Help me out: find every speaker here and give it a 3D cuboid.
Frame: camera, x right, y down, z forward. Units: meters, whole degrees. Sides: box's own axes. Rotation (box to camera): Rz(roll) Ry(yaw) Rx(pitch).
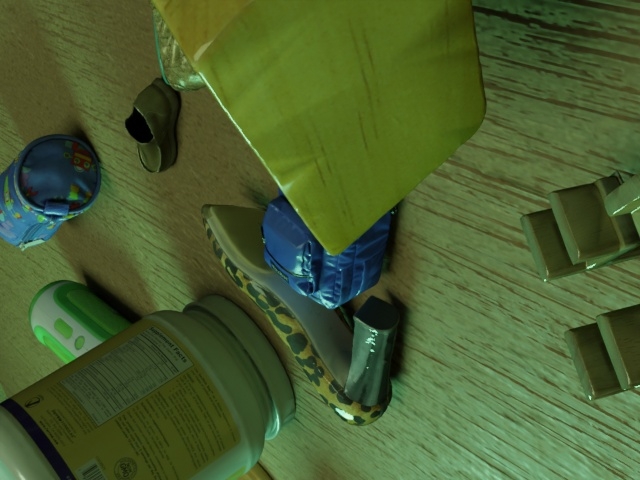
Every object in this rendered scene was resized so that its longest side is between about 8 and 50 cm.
[{"bbox_3d":[-0.365,0.169,1.526,0.296,0.131,0.131,28,139,43],"label":"speaker"}]

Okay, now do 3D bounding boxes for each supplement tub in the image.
[{"bbox_3d":[-0.221,0.234,1.149,0.241,0.331,0.241,37,144,33],"label":"supplement tub"}]

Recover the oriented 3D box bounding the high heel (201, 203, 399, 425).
[{"bbox_3d":[-0.033,0.081,0.960,0.261,0.093,0.186,35,142,27],"label":"high heel"}]

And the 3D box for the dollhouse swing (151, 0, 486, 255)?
[{"bbox_3d":[0.017,-0.249,0.475,0.346,0.305,0.315,58,-178,25],"label":"dollhouse swing"}]

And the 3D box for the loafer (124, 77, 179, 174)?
[{"bbox_3d":[-0.197,-0.125,1.059,0.056,0.050,0.148,47,149,20],"label":"loafer"}]

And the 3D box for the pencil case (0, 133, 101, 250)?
[{"bbox_3d":[-0.423,-0.065,1.393,0.306,0.119,0.133,-18,73,61],"label":"pencil case"}]

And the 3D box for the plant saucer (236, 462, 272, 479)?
[{"bbox_3d":[-0.106,0.413,1.449,0.200,0.037,0.200,37,144,33],"label":"plant saucer"}]

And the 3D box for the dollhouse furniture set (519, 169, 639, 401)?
[{"bbox_3d":[0.249,0.037,0.461,0.212,0.161,0.242,124,131,-67],"label":"dollhouse furniture set"}]

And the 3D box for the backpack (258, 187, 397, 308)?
[{"bbox_3d":[0.000,0.000,0.825,0.098,0.101,0.120,47,154,33],"label":"backpack"}]

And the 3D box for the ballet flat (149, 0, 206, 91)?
[{"bbox_3d":[-0.127,-0.234,0.849,0.067,0.073,0.206,5,129,24],"label":"ballet flat"}]
